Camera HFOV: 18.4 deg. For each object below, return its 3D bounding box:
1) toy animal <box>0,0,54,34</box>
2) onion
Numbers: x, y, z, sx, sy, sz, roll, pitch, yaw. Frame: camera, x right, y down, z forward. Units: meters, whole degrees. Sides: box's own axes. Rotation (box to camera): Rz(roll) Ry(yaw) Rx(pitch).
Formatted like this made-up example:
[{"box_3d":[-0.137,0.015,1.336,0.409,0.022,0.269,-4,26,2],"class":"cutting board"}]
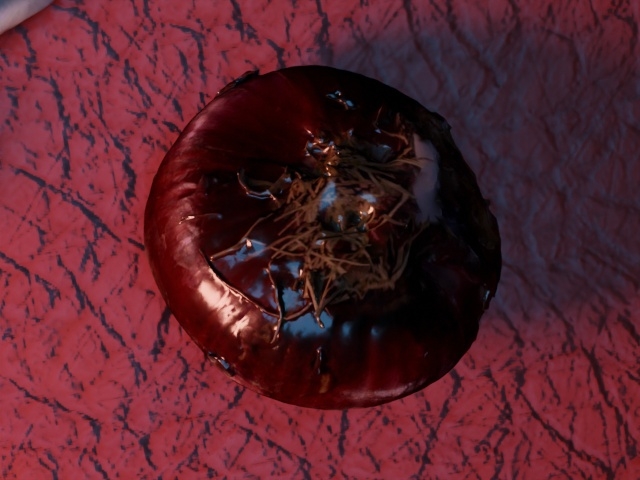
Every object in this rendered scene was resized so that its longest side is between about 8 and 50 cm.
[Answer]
[{"box_3d":[-0.353,-0.260,1.636,0.289,0.174,0.249,-34,107,-7],"class":"toy animal"},{"box_3d":[0.000,0.000,1.665,0.314,0.232,0.314,6,65,-13],"class":"onion"}]
